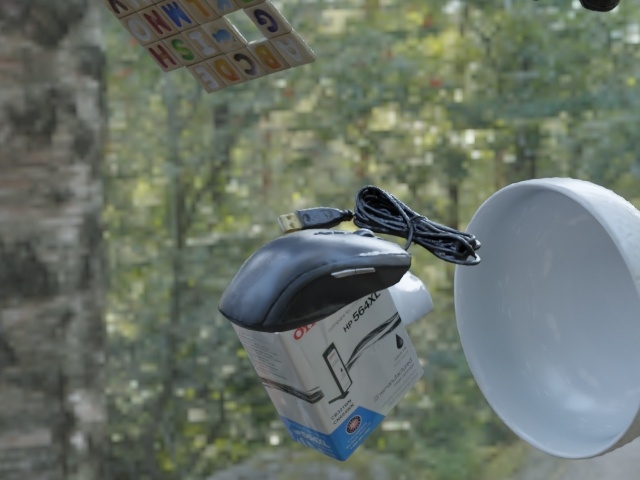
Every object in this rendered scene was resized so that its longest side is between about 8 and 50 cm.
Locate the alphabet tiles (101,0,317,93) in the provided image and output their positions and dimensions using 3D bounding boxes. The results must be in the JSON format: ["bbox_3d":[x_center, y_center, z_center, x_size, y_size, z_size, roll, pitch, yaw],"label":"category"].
[{"bbox_3d":[-0.134,-0.235,1.699,0.237,0.198,0.009,-9,39,53],"label":"alphabet tiles"}]

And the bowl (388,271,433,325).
[{"bbox_3d":[0.058,0.071,2.039,0.142,0.053,0.142,-2,8,20],"label":"bowl"}]

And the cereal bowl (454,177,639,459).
[{"bbox_3d":[0.321,0.085,2.025,0.141,0.339,0.339,-13,10,-34],"label":"cereal bowl"}]

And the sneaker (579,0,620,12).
[{"bbox_3d":[0.223,-0.323,1.734,0.102,0.146,0.293,-15,37,-22],"label":"sneaker"}]

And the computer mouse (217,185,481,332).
[{"bbox_3d":[0.000,0.000,1.524,0.262,0.060,0.184,-18,28,-31],"label":"computer mouse"}]

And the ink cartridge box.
[{"bbox_3d":[0.009,0.109,1.782,0.086,0.203,0.148,20,56,43],"label":"ink cartridge box"}]
